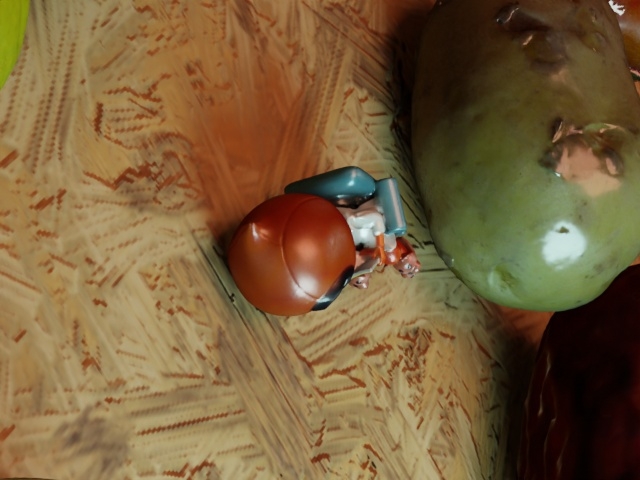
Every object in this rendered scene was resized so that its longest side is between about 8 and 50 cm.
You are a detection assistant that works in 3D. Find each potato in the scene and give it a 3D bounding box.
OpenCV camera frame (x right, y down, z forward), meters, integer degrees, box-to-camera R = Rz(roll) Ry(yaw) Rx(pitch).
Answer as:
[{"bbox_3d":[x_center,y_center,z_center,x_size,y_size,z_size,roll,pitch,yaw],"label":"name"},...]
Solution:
[{"bbox_3d":[0.136,-0.081,1.065,0.165,0.165,0.262,25,48,-50],"label":"potato"}]

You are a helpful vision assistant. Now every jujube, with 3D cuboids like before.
[{"bbox_3d":[0.237,0.173,1.034,0.223,0.223,0.318,32,43,-46],"label":"jujube"}]

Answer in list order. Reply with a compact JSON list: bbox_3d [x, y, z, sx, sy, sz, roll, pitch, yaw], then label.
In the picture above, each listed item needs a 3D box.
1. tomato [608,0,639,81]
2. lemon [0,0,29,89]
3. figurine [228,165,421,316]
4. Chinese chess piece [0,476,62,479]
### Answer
[{"bbox_3d":[0.215,-0.199,1.228,0.167,0.167,0.167,29,53,-48],"label":"tomato"},{"bbox_3d":[-0.199,-0.110,0.542,0.248,0.184,0.184,62,34,-18],"label":"lemon"},{"bbox_3d":[0.000,0.000,0.893,0.140,0.068,0.075,-13,89,-60],"label":"figurine"},{"bbox_3d":[-0.110,0.214,0.600,0.249,0.103,0.250,30,52,-47],"label":"Chinese chess piece"}]
